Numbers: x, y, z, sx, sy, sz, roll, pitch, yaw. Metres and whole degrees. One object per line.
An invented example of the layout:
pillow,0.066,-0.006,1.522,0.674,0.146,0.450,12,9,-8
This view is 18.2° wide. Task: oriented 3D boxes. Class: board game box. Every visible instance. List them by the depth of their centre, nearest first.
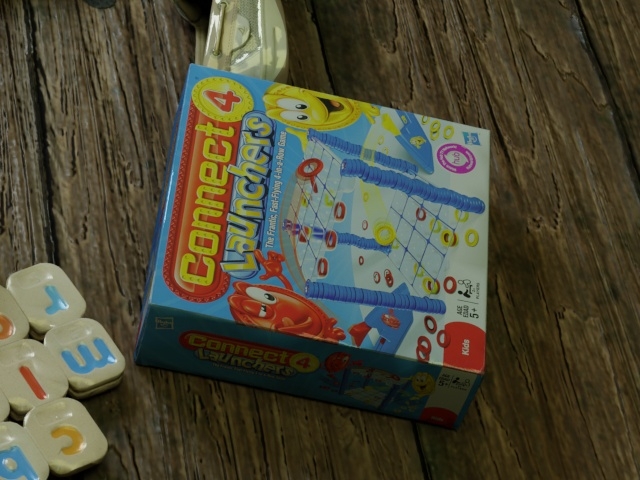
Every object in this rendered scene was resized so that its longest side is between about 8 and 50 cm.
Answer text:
board game box,0.000,0.000,1.847,0.301,0.086,0.308,12,48,-8

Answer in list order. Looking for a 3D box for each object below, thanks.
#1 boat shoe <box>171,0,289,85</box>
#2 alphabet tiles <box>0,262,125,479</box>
boat shoe,-0.099,-0.260,2.029,0.098,0.109,0.302,3,55,-17
alphabet tiles,-0.316,0.112,1.695,0.284,0.021,0.278,-21,57,-31
